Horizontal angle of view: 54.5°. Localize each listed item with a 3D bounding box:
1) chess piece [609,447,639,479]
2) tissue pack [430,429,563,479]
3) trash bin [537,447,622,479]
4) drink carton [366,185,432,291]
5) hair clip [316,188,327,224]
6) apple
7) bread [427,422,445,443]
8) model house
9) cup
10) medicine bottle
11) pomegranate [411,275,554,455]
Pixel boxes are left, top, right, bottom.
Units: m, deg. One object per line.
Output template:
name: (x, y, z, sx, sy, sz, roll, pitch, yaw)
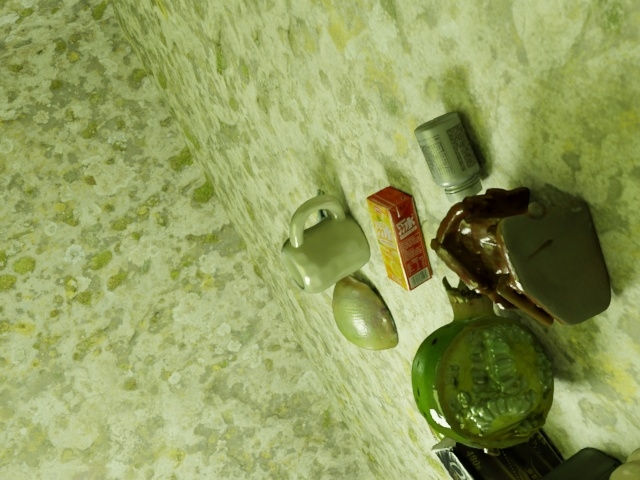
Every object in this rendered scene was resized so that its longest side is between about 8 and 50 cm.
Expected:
chess piece: (0.465, 0.479, 0.974, 0.167, 0.300, 0.167, 52, 163, 24)
tissue pack: (0.433, 0.562, 1.353, 0.370, 0.210, 0.198, 55, 158, 15)
trash bin: (0.443, 0.537, 1.132, 0.203, 0.302, 0.252, 35, 146, 56)
drink carton: (0.178, -0.004, 1.395, 0.096, 0.071, 0.222, 37, 151, 55)
hair clip: (0.006, -0.097, 1.809, 0.030, 0.039, 0.115, 31, 136, 42)
apple: (0.130, 0.237, 1.848, 0.193, 0.120, 0.264, 16, 137, 51)
bread: (0.373, 0.518, 1.680, 0.236, 0.070, 0.236, 50, 159, 27)
model house: (0.287, 0.024, 0.949, 0.229, 0.200, 0.219, 7, 112, 64)
cup: (0.011, 0.016, 1.670, 0.173, 0.202, 0.255, 52, 161, 25)
medicine bottle: (0.219, -0.139, 1.048, 0.140, 0.079, 0.079, 64, 162, -12)
pomegranate: (0.296, 0.227, 1.168, 0.260, 0.261, 0.340, 115, 154, -69)
